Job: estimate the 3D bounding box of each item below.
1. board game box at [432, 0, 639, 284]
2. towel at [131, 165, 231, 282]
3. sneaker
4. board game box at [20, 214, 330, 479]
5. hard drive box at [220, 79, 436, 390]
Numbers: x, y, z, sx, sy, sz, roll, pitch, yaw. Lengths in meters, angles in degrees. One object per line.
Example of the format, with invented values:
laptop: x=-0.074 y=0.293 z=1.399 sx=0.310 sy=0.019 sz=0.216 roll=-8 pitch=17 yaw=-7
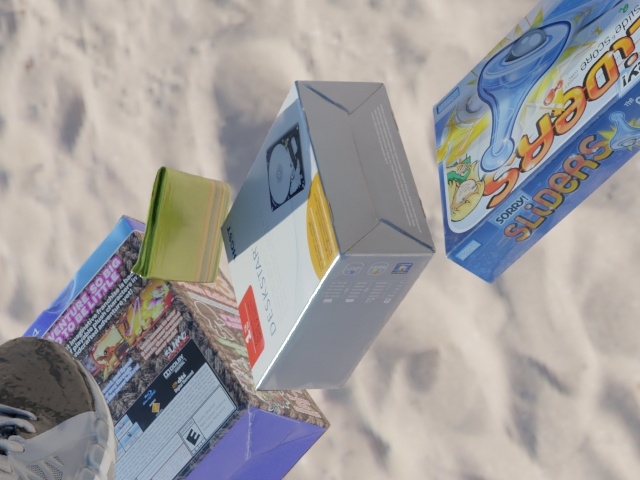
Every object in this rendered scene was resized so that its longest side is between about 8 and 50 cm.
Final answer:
board game box: x=0.140 y=-0.087 z=0.911 sx=0.201 sy=0.035 sz=0.136 roll=-45 pitch=28 yaw=30
towel: x=-0.127 y=-0.012 z=1.593 sx=0.021 sy=0.237 sz=0.102 roll=9 pitch=90 yaw=11
sneaker: x=-0.152 y=0.097 z=0.739 sx=0.229 sy=0.086 sz=0.132 roll=-91 pitch=-16 yaw=-48
board game box: x=-0.172 y=0.163 z=1.806 sx=0.232 sy=0.141 sz=0.291 roll=-48 pitch=53 yaw=15
hard drive box: x=0.000 y=0.000 z=1.502 sx=0.232 sy=0.089 sz=0.181 roll=119 pitch=143 yaw=-50
